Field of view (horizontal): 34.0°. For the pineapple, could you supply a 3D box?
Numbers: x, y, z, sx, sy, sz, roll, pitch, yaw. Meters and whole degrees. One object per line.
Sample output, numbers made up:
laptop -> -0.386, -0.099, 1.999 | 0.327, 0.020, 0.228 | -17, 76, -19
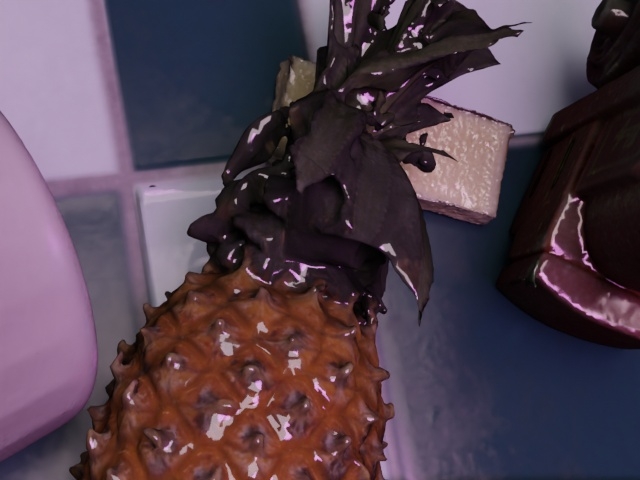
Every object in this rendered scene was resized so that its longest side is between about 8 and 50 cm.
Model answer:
pineapple -> -0.002, -0.001, 0.524 | 0.165, 0.165, 0.364 | 21, 80, -7

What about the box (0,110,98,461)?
box -> -0.211, 0.040, 0.431 | 0.206, 0.291, 0.262 | -27, 125, -32

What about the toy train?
toy train -> 0.212, -0.056, 0.545 | 0.150, 0.304, 0.221 | 26, 80, -5

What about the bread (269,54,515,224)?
bread -> 0.043, -0.060, 0.643 | 0.154, 0.028, 0.068 | 15, 72, -10
